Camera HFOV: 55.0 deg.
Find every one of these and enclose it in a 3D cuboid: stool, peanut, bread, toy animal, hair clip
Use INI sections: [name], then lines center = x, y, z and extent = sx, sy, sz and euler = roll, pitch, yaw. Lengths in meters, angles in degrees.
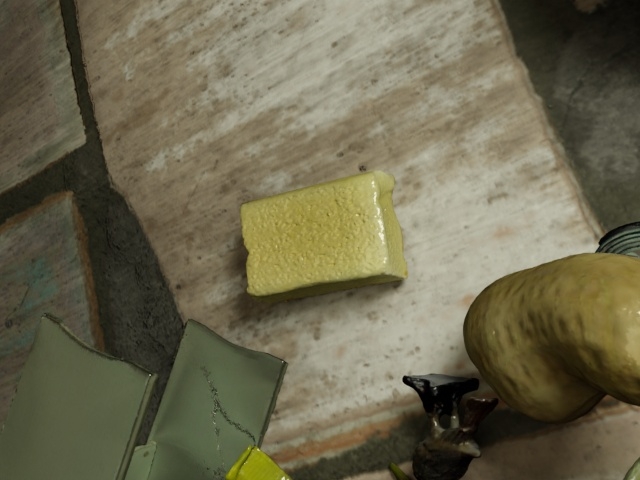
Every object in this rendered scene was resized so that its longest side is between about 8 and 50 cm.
[stool]
center = -0.201, 0.234, 0.681
extent = 0.170, 0.243, 0.269
euler = 19, 90, 28
[peanut]
center = 0.214, 0.081, 0.508
extent = 0.253, 0.122, 0.137
euler = 140, 135, -65
[bread]
center = 0.001, 0.000, 0.718
extent = 0.188, 0.068, 0.125
euler = -13, 76, 24
[toy animal]
center = 0.118, 0.214, 0.615
extent = 0.105, 0.070, 0.202
euler = -127, 46, -60
[hair clip]
center = -0.026, 0.298, 0.672
extent = 0.173, 0.046, 0.072
euler = 34, 73, 7

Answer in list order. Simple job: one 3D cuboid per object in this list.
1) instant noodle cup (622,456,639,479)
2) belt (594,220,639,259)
[instant noodle cup]
center = 0.348, 0.235, 0.416
extent = 0.296, 0.214, 0.296
euler = -5, 80, 26
[belt]
center = 0.314, 0.036, 0.556
extent = 0.140, 0.058, 0.105
euler = 6, 87, 27
